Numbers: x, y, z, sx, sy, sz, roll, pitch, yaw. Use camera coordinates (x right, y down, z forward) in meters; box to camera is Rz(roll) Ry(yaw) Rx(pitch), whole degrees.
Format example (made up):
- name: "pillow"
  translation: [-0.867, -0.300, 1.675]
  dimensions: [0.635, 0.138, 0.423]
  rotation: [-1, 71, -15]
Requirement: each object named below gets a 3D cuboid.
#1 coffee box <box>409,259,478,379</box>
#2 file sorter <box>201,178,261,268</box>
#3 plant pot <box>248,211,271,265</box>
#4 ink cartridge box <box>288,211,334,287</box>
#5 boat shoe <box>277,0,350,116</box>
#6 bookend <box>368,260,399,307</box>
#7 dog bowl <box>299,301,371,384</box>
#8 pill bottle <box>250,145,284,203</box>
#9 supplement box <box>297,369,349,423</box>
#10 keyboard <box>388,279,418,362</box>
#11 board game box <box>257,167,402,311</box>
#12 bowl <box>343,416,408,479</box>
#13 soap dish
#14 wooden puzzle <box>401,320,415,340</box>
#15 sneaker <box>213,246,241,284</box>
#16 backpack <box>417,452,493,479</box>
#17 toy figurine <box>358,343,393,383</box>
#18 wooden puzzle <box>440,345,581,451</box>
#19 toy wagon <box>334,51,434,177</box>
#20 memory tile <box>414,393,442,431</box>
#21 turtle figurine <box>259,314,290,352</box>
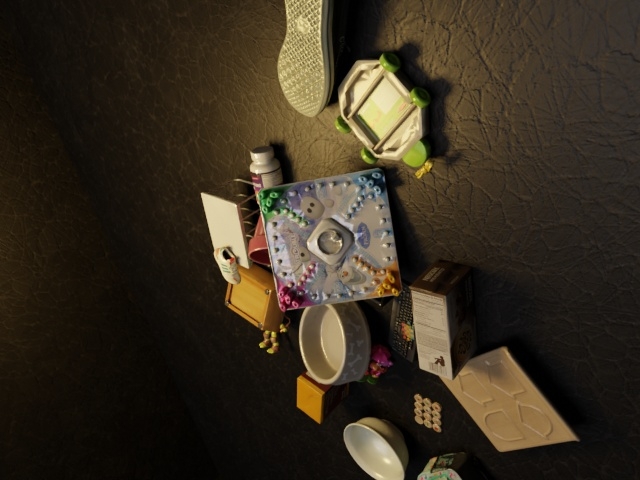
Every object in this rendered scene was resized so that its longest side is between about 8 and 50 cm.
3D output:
- name: "coffee box"
  translation: [0.366, 0.230, 1.477]
  dimensions: [0.118, 0.168, 0.298]
  rotation: [12, 124, 40]
- name: "file sorter"
  translation: [-0.309, -0.072, 1.951]
  dimensions: [0.192, 0.173, 0.278]
  rotation: [20, 130, 35]
- name: "plant pot"
  translation: [-0.148, -0.023, 1.765]
  dimensions: [0.201, 0.201, 0.181]
  rotation: [-28, 55, 51]
- name: "ink cartridge box"
  translation: [0.000, 0.000, 1.661]
  dimensions: [0.117, 0.201, 0.278]
  rotation: [-24, 98, 50]
- name: "boat shoe"
  translation: [-0.008, -0.542, 1.335]
  dimensions: [0.186, 0.156, 0.500]
  rotation: [33, 148, 18]
- name: "bookend"
  translation: [0.170, 0.115, 1.672]
  dimensions: [0.156, 0.072, 0.157]
  rotation: [29, 134, 30]
- name: "dog bowl"
  translation: [0.039, 0.367, 1.854]
  dimensions: [0.348, 0.102, 0.349]
  rotation: [-3, 87, 57]
- name: "pill bottle"
  translation: [-0.188, -0.227, 1.770]
  dimensions: [0.108, 0.108, 0.194]
  rotation: [16, 127, 38]
- name: "supplement box"
  translation: [0.014, 0.605, 2.080]
  dimensions: [0.129, 0.194, 0.192]
  rotation: [28, 134, 30]
- name: "keyboard"
  translation: [0.319, 0.292, 1.679]
  dimensions: [0.201, 0.033, 0.318]
  rotation: [26, 134, 31]
- name: "board game box"
  translation: [0.027, 0.007, 1.521]
  dimensions: [0.389, 0.050, 0.391]
  rotation: [-9, 99, 8]
- name: "bowl"
  translation: [0.250, 0.829, 2.046]
  dimensions: [0.297, 0.134, 0.298]
  rotation: [26, 133, 32]
- name: "soap dish"
  translation: [-0.275, 0.231, 2.128]
  dimensions: [0.290, 0.118, 0.229]
  rotation: [27, 113, 33]
- name: "wooden puzzle"
  translation: [0.294, 0.304, 1.686]
  dimensions: [0.049, 0.006, 0.084]
  rotation: [19, 127, 45]
- name: "sneaker"
  translation: [-0.349, 0.097, 1.932]
  dimensions: [0.075, 0.057, 0.161]
  rotation: [-17, 102, 55]
- name: "backpack"
  translation: [0.479, 0.909, 1.837]
  dimensions: [0.225, 0.191, 0.253]
  rotation: [51, 146, 4]
- name: "toy figurine"
  translation: [0.204, 0.451, 1.862]
  dimensions: [0.173, 0.130, 0.159]
  rotation: [40, 134, -16]
- name: "wooden puzzle"
  translation: [0.563, 0.479, 1.530]
  dimensions: [0.322, 0.080, 0.348]
  rotation: [52, 146, 5]
- name: "toy wagon"
  translation: [0.188, -0.319, 1.353]
  dimensions: [0.344, 0.068, 0.267]
  rotation: [50, 141, 5]
- name: "memory tile"
  translation: [0.397, 0.638, 1.857]
  dimensions: [0.113, 0.012, 0.148]
  rotation: [18, 128, 38]
- name: "turtle figurine"
  translation: [-0.230, 0.379, 2.254]
  dimensions: [0.269, 0.087, 0.218]
  rotation: [16, 110, 34]
